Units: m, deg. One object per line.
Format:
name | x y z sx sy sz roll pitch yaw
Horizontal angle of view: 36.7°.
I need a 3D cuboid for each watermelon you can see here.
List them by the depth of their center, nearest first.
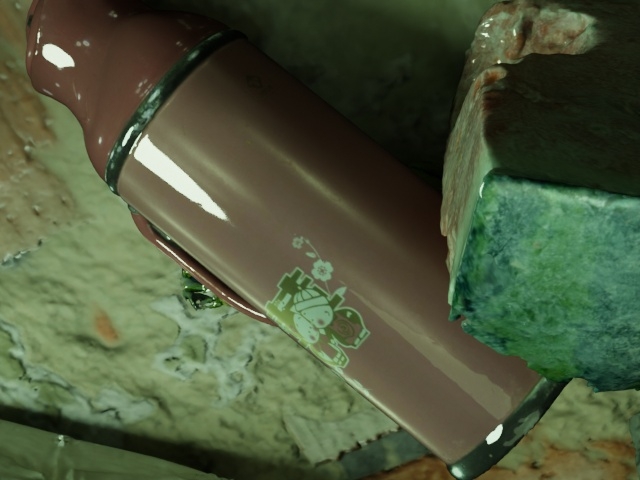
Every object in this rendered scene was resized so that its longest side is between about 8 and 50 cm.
watermelon | 0.136 -0.029 0.471 0.226 0.318 0.148 36 129 29

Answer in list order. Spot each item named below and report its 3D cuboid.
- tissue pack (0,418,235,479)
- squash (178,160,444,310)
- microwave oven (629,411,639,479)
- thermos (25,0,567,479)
tissue pack | -0.217 0.318 0.691 0.266 0.194 0.356 14 120 -1
squash | 0.000 0.000 0.585 0.184 0.052 0.052 -22 117 12
microwave oven | 0.432 0.173 0.494 0.432 0.374 0.236 -37 113 25
thermos | -0.023 -0.020 0.518 0.330 0.136 0.109 39 78 4
